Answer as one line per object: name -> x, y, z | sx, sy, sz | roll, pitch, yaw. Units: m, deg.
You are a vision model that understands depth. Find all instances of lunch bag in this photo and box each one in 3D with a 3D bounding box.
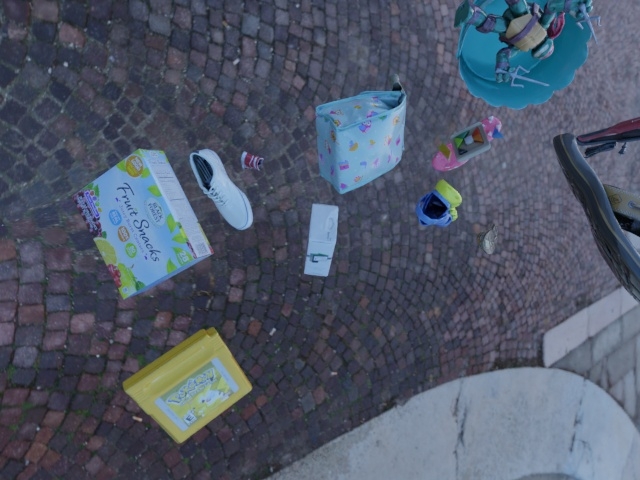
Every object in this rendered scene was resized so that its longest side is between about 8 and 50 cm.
lunch bag -> 0.128, -0.292, 1.229 | 0.262, 0.160, 0.223 | -24, 136, -19

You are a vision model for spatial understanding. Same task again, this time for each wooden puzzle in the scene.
wooden puzzle -> 0.294, -0.196, 0.858 | 0.014, 0.116, 0.079 | 36, 33, -45

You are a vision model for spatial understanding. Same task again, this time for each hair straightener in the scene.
hair straightener -> 0.690, -0.228, 1.022 | 0.089, 0.230, 0.047 | 49, 52, -24

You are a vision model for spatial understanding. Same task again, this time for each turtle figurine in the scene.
turtle figurine -> 0.360, -0.369, 0.764 | 0.234, 0.118, 0.175 | 23, 121, -24

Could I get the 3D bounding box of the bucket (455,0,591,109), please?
bucket -> 0.463, -0.473, 1.027 | 0.281, 0.281, 0.183 | 51, 29, -26

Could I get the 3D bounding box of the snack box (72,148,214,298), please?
snack box -> -0.312, -0.028, 0.761 | 0.207, 0.174, 0.070 | 63, 19, -1

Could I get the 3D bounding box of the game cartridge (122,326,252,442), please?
game cartridge -> -0.383, 0.440, 1.306 | 0.285, 0.052, 0.324 | -34, 133, -18

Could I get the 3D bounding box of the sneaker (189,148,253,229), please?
sneaker -> -0.288, -0.138, 1.209 | 0.258, 0.094, 0.091 | 56, 23, 3

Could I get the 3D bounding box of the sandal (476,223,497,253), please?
sandal -> 0.497, -0.006, 1.297 | 0.180, 0.049, 0.072 | -32, 116, -56

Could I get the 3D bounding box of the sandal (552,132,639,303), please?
sandal -> 0.321, -0.029, 0.464 | 0.090, 0.060, 0.219 | 27, 44, -54

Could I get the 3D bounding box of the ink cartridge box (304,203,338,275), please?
ink cartridge box -> 0.000, 0.000, 1.499 | 0.092, 0.219, 0.160 | 6, 55, -2

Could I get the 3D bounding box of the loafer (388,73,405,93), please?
loafer -> 0.321, -0.627, 1.815 | 0.148, 0.056, 0.050 | 49, 33, -46

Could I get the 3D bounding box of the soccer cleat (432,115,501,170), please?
soccer cleat -> 0.464, -0.299, 1.377 | 0.248, 0.095, 0.083 | -38, 80, 6

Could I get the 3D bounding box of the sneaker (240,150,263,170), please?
sneaker -> -0.214, -0.244, 1.371 | 0.067, 0.118, 0.042 | 20, 85, -2

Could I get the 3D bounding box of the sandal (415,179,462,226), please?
sandal -> 0.389, -0.103, 1.480 | 0.138, 0.126, 0.317 | -42, 160, 4
